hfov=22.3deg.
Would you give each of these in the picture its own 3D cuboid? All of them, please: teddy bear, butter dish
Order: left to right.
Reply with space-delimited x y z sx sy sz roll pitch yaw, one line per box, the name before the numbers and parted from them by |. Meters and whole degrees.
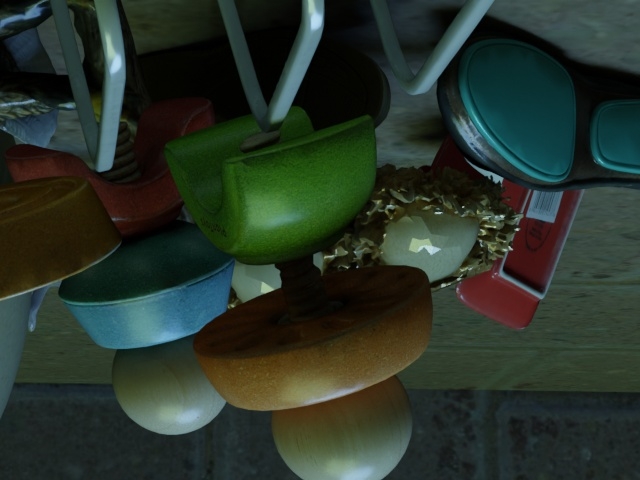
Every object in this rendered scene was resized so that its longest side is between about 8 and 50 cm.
teddy bear | 0.000 0.000 1.014 0.245 0.113 0.338 -19 175 9
butter dish | 0.122 -0.028 1.256 0.118 0.160 0.160 20 178 30

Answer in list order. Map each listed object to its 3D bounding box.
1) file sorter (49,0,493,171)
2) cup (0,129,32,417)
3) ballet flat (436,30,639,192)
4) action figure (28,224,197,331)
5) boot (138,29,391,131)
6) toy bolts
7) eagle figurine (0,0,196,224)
file sorter | -0.092 -0.119 0.565 0.278 0.173 0.193 -14 171 -11
cup | -0.322 0.000 1.062 0.331 0.331 0.237 8 140 -33
ballet flat | 0.154 -0.073 1.111 0.280 0.095 0.096 12 168 -42
action figure | -0.085 -0.005 1.364 0.330 0.178 0.341 -5 155 -10
boot | -0.019 -0.082 1.115 0.213 0.077 0.165 -1 168 32
toy bolts | -0.079 0.037 0.717 0.218 0.158 0.228 -18 -166 -17
eagle figurine | -0.237 -0.077 0.838 0.298 0.226 0.225 -16 139 -13
